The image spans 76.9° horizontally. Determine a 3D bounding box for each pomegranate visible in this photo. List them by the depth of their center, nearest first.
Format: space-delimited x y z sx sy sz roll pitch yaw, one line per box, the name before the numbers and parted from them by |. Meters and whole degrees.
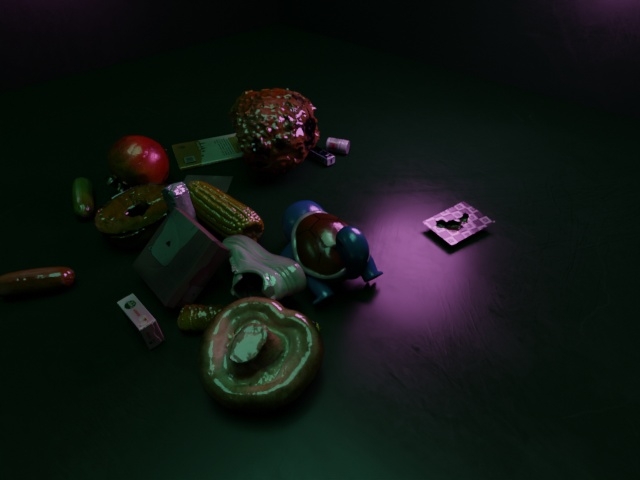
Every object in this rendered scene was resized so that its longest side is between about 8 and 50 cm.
pomegranate | -0.671 -0.270 1.474 0.210 0.210 0.235 29 75 29

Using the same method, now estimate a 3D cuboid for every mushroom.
mushroom | -0.136 0.248 0.908 0.279 0.146 0.277 -1 56 2

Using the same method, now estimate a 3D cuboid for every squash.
squash | -0.846 -0.156 1.436 0.069 0.069 0.238 -17 44 -18

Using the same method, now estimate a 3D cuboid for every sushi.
sushi | 0.458 -0.051 1.343 0.201 0.031 0.139 -24 47 -21

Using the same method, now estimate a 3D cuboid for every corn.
corn | -0.324 -0.094 1.316 0.131 0.131 0.345 -33 50 -31

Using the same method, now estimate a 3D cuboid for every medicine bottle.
medicine bottle | 0.074 -0.404 1.721 0.091 0.058 0.058 13 43 15

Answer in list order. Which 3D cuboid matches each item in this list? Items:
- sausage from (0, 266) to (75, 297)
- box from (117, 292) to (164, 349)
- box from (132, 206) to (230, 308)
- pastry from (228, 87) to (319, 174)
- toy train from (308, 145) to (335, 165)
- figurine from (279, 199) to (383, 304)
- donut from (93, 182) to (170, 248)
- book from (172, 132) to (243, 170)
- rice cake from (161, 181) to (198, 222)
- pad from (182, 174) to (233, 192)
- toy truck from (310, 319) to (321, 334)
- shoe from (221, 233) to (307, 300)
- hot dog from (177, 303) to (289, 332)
sausage | -0.795 0.114 1.126 0.198 0.076 0.076 -7 42 -10
box | -0.450 0.203 1.012 0.125 0.089 0.043 32 51 33
box | -0.384 0.049 1.114 0.215 0.086 0.215 34 89 34
pastry | -0.168 -0.434 1.583 0.338 0.292 0.405 -16 42 -8
toy train | -0.023 -0.373 1.694 0.043 0.047 0.208 -29 48 -30
figurine | 0.015 0.036 1.138 0.298 0.242 0.416 -28 27 -16
donut | -0.588 -0.075 1.324 0.273 0.107 0.271 -4 41 3
book | -0.470 -0.386 1.730 0.296 0.020 0.207 -16 44 -17
rice cake | -0.430 -0.085 1.264 0.064 0.206 0.069 7 36 29
pad | -0.441 -0.222 1.555 0.188 0.006 0.113 3 41 3
toy truck | -0.038 0.236 1.004 0.084 0.048 0.054 -7 43 -6
shoe | -0.196 0.092 1.089 0.317 0.124 0.159 17 41 35
hot dog | -0.222 0.198 1.035 0.290 0.068 0.082 0 49 -1
